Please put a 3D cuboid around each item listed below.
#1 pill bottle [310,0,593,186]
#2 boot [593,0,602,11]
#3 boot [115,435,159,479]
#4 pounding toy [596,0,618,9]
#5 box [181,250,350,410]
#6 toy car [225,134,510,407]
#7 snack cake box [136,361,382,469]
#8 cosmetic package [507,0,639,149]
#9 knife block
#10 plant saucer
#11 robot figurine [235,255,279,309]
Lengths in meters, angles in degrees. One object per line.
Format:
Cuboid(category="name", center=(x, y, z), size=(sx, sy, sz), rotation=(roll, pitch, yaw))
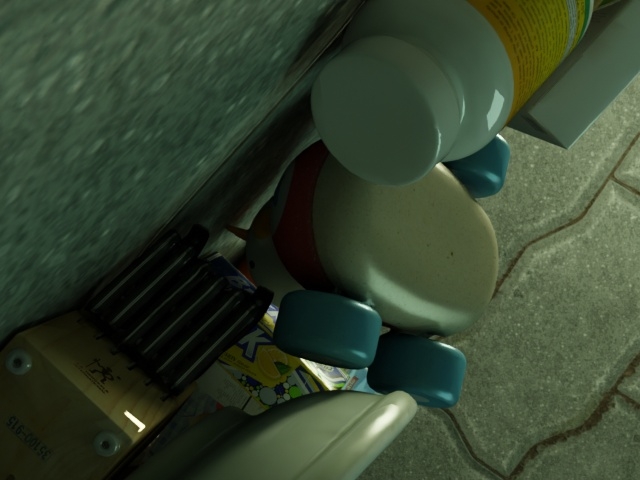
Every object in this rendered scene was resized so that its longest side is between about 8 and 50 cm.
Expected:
Cuboid(category="pill bottle", center=(0.085, -0.123, 0.629), size=(0.208, 0.117, 0.117), rotation=(-44, 176, -40))
Cuboid(category="boot", center=(0.143, -0.188, 0.913), size=(0.295, 0.104, 0.211), rotation=(-42, -177, 9))
Cuboid(category="boot", center=(-0.274, 0.247, 1.018), size=(0.207, 0.090, 0.248), rotation=(-35, -175, 31))
Cuboid(category="pounding toy", center=(0.379, -0.410, 1.380), size=(0.237, 0.110, 0.183), rotation=(-11, -147, 45))
Cuboid(category="box", center=(-0.058, 0.089, 0.864), size=(0.059, 0.169, 0.054), rotation=(-48, 175, 18))
Cuboid(category="toy car", center=(0.000, 0.000, 0.791), size=(0.238, 0.210, 0.219), rotation=(-1, -112, 43))
Cuboid(category="snack cake box", center=(-0.070, 0.207, 0.958), size=(0.264, 0.152, 0.089), rotation=(-56, 144, -6))
Cuboid(category="cosmetic package", center=(0.382, -0.301, 1.535), size=(0.284, 0.097, 0.377), rotation=(-49, -163, 5))
Cuboid(category="knife block", center=(-0.154, 0.115, 0.636), size=(0.275, 0.088, 0.242), rotation=(-48, 176, 8))
Cuboid(category="plant saucer", center=(-0.105, 0.222, 0.683), size=(0.400, 0.100, 0.400), rotation=(-42, 170, -10))
Cuboid(category="robot figurine", center=(-0.030, 0.049, 1.133), size=(0.219, 0.158, 0.128), rotation=(-48, 135, 12))
